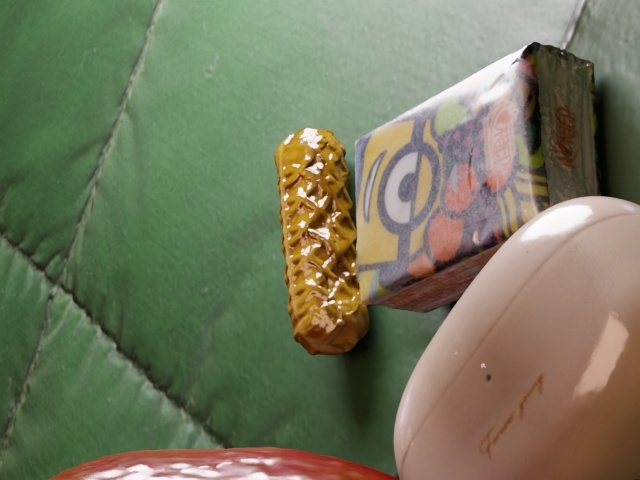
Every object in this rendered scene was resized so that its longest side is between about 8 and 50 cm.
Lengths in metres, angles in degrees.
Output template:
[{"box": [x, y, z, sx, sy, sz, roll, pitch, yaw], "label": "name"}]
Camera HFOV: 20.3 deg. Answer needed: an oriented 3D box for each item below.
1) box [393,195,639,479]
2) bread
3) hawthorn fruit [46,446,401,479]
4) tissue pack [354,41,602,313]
[{"box": [0.115, 0.075, 0.874, 0.200, 0.088, 0.146, -55, 40, 25], "label": "box"}, {"box": [0.000, 0.000, 1.105, 0.052, 0.044, 0.157, -34, 51, 40], "label": "bread"}, {"box": [0.001, 0.215, 0.787, 0.369, 0.284, 0.284, -17, 58, 12], "label": "hawthorn fruit"}, {"box": [0.085, -0.031, 0.982, 0.148, 0.060, 0.108, -27, 57, 46], "label": "tissue pack"}]
